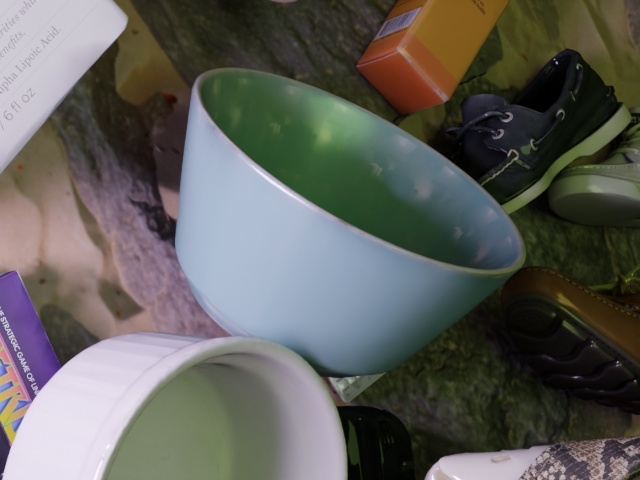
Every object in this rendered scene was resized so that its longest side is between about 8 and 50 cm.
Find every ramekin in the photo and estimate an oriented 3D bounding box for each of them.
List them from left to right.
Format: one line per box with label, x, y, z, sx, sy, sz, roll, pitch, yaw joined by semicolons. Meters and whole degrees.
ramekin;-0.118;0.203;1.229;0.277;0.135;0.277;-10;103;-46

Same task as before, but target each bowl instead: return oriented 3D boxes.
bowl;0.000;0.000;1.322;0.311;0.311;0.163;16;115;-32

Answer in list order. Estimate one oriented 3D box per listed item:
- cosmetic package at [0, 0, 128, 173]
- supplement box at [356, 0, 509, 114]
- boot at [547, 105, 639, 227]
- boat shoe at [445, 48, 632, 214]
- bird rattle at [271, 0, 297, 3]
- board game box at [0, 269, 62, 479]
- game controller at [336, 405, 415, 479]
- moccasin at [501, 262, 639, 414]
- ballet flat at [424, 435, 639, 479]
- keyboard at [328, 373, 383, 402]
cosmetic package;-0.360;-0.220;1.158;0.385;0.156;0.217;46;65;-21
supplement box;0.132;-0.237;1.556;0.078;0.080;0.233;44;62;-21
boot;0.333;-0.083;1.669;0.258;0.095;0.123;7;71;-42
boat shoe;0.183;-0.099;1.537;0.340;0.127;0.113;-33;100;-36
bird rattle;-0.050;-0.305;1.353;0.143;0.253;0.207;-45;131;-31
board game box;-0.271;0.129;1.230;0.141;0.048;0.170;-28;98;-33
game controller;0.015;0.309;1.399;0.166;0.067;0.319;0;81;-20
moccasin;0.333;0.097;1.597;0.380;0.139;0.147;21;69;-30
ballet flat;0.104;0.284;1.244;0.182;0.164;0.483;37;69;23
keyboard;0.091;0.061;1.513;0.256;0.014;0.072;-35;102;-34
